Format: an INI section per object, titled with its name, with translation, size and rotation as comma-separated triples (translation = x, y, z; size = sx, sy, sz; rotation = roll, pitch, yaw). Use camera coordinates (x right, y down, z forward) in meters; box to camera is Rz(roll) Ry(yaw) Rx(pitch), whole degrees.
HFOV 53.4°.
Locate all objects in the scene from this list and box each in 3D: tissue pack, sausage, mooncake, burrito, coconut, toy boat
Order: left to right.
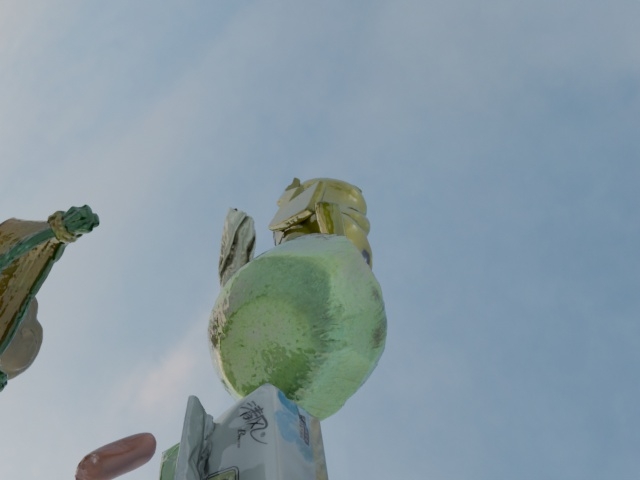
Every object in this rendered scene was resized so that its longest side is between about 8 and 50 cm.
[mooncake]
translation = -0.741, 0.214, 1.434
size = 0.117, 0.235, 0.235
rotation = 14, -106, 23
[toy boat]
translation = -0.315, 0.050, 0.660
size = 0.088, 0.089, 0.230
rotation = 33, -81, 11
[sausage]
translation = -0.427, 0.459, 1.341
size = 0.077, 0.194, 0.077
rotation = 3, -85, 32
[tissue pack]
translation = -0.083, 0.254, 0.540
size = 0.159, 0.145, 0.229
rotation = -35, -146, 19
[burrito]
translation = -0.175, 0.126, 1.330
size = 0.117, 0.076, 0.393
rotation = -179, -90, -64
[coconut]
translation = -0.020, 0.104, 0.760
size = 0.204, 0.236, 0.236
rotation = -14, -118, 24

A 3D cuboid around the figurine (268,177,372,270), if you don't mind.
[figurine]
translation = 0.000, -0.003, 1.021
size = 0.327, 0.169, 0.218
rotation = -100, -148, -63
